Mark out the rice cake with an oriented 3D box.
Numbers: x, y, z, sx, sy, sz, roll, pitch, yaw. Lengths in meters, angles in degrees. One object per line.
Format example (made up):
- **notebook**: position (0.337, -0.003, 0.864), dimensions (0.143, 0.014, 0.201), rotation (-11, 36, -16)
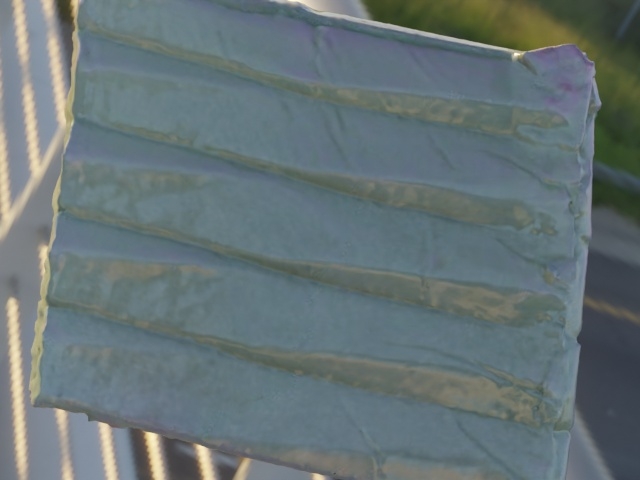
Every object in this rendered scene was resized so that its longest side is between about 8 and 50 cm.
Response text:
- **rice cake**: position (0.000, 0.000, 0.588), dimensions (0.198, 0.189, 0.037), rotation (6, 1, -5)
